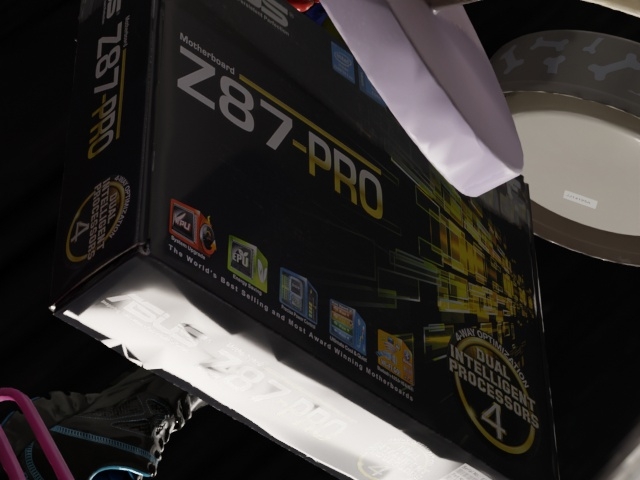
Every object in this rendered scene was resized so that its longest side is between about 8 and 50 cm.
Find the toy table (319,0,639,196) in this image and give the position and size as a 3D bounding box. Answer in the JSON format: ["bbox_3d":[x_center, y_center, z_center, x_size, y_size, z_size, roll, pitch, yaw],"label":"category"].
[{"bbox_3d":[0.073,-0.177,0.886,0.274,0.161,0.252,55,-162,-18],"label":"toy table"}]

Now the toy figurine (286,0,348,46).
[{"bbox_3d":[-0.004,-0.286,1.703,0.362,0.191,0.217,-106,25,-70],"label":"toy figurine"}]

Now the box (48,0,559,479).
[{"bbox_3d":[0.000,0.000,1.309,0.097,0.318,0.395,-35,127,30],"label":"box"}]

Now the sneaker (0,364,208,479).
[{"bbox_3d":[-0.230,0.232,2.280,0.139,0.341,0.125,56,138,15],"label":"sneaker"}]

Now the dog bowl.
[{"bbox_3d":[0.311,-0.101,2.069,0.349,0.102,0.348,21,157,9],"label":"dog bowl"}]

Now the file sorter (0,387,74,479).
[{"bbox_3d":[-0.273,0.110,0.920,0.291,0.182,0.202,41,-175,-39],"label":"file sorter"}]
